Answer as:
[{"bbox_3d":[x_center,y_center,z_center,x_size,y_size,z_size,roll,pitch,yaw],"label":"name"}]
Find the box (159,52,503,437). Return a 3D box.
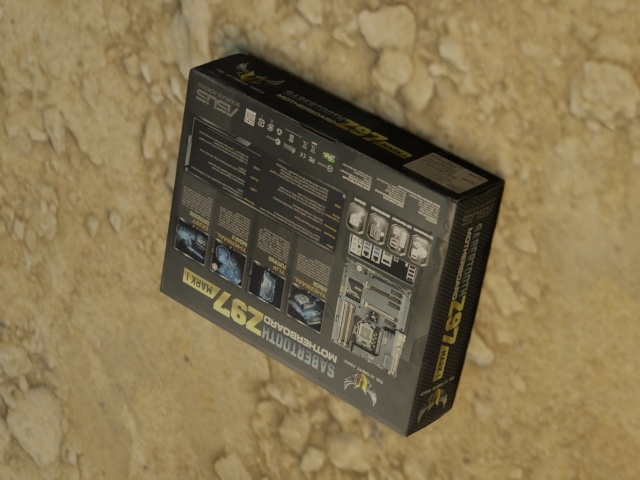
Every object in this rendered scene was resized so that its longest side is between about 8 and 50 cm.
[{"bbox_3d":[0.000,0.000,1.225,0.233,0.059,0.183,28,123,30],"label":"box"}]
